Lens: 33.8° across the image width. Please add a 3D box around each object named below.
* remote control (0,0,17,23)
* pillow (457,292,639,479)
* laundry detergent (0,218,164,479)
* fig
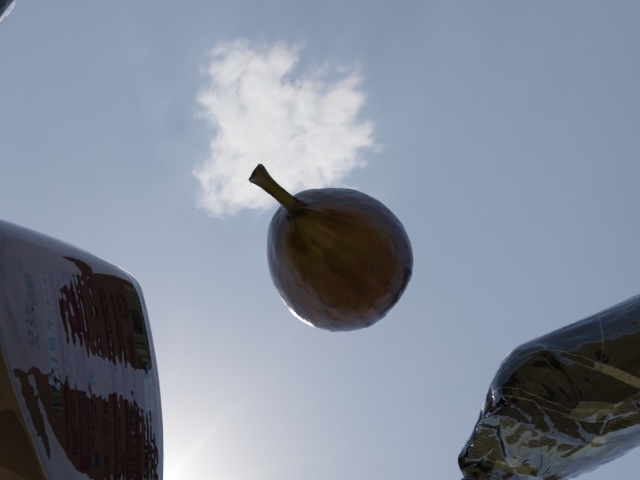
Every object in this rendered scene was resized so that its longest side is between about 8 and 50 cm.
[{"bbox_3d":[-0.097,-0.126,0.344,0.063,0.025,0.245,26,-117,3],"label":"remote control"},{"bbox_3d":[0.244,0.096,0.784,0.335,0.161,0.092,-19,-121,-28],"label":"pillow"},{"bbox_3d":[-0.128,0.074,0.384,0.076,0.237,0.171,-9,-100,10],"label":"laundry detergent"},{"bbox_3d":[0.000,0.000,0.603,0.089,0.125,0.089,-11,-117,22],"label":"fig"}]
